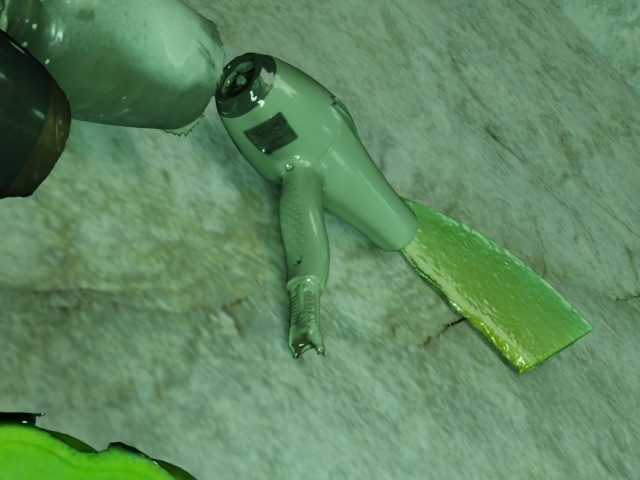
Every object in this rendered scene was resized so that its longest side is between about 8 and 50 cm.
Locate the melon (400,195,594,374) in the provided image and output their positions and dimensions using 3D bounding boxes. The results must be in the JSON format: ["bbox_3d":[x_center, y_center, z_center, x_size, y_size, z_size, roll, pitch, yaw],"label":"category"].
[{"bbox_3d":[0.130,0.039,1.287,0.262,0.053,0.114,38,42,-13],"label":"melon"}]

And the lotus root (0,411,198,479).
[{"bbox_3d":[-0.082,0.168,0.552,0.186,0.186,0.186,38,24,-21],"label":"lotus root"}]

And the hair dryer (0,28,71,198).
[{"bbox_3d":[-0.255,-0.205,0.765,0.304,0.120,0.359,24,59,-25],"label":"hair dryer"}]

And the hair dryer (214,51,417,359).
[{"bbox_3d":[0.017,-0.002,1.121,0.229,0.092,0.267,26,44,-53],"label":"hair dryer"}]

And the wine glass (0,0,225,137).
[{"bbox_3d":[-0.162,-0.136,0.936,0.204,0.111,0.111,12,41,-49],"label":"wine glass"}]
